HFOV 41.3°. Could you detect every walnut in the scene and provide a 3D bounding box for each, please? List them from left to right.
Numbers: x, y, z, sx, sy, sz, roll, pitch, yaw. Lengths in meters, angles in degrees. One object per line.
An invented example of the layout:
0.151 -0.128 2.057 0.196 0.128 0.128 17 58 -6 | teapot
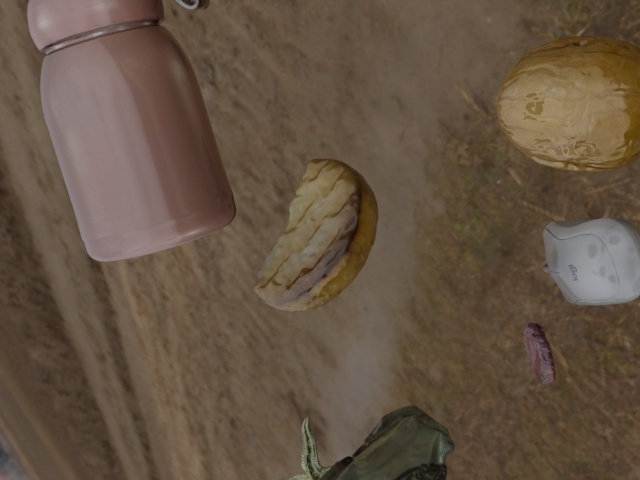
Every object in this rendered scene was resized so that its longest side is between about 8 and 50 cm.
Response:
0.352 -0.185 1.149 0.225 0.193 0.193 9 132 32 | walnut

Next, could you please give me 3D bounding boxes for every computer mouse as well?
0.517 0.048 1.665 0.184 0.121 0.297 69 162 -7 | computer mouse

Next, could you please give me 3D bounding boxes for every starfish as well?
-0.004 0.414 1.473 0.050 0.223 0.217 -23 -73 -78 | starfish

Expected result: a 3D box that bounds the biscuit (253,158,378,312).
0.001 0.001 1.429 0.213 0.274 0.091 21 169 48 | biscuit

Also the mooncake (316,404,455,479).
0.097 0.406 1.282 0.136 0.250 0.254 32 136 33 | mooncake

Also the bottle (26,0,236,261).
-0.193 -0.143 0.915 0.173 0.206 0.297 -58 -47 -78 | bottle

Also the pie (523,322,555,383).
0.508 0.263 1.965 0.154 0.036 0.155 -12 -90 -89 | pie
